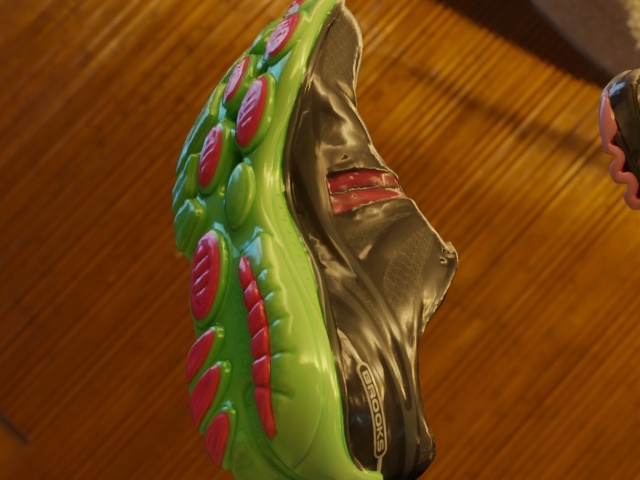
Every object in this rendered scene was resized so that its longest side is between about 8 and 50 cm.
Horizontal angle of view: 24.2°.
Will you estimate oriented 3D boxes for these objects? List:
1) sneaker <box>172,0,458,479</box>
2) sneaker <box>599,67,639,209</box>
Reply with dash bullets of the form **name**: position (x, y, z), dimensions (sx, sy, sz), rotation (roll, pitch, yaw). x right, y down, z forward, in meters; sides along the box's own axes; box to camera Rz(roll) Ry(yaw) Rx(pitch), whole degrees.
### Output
- **sneaker**: position (0.000, 0.000, 1.222), dimensions (0.202, 0.483, 0.185), rotation (23, -41, -31)
- **sneaker**: position (0.130, -0.008, 0.424), dimensions (0.119, 0.047, 0.057), rotation (51, -52, 7)
